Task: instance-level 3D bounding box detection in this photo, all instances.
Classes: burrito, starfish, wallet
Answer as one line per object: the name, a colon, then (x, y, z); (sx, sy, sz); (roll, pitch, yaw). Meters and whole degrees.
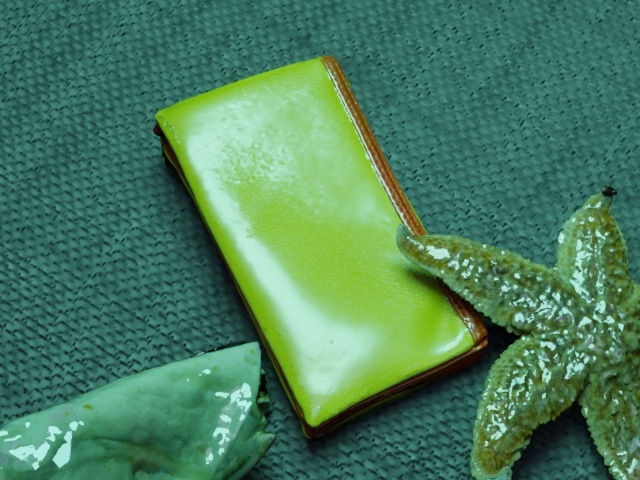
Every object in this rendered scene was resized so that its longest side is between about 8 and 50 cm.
burrito: (-0.149, 0.143, 1.000); (0.309, 0.066, 0.096); (-21, 96, -33)
starfish: (0.185, 0.082, 1.059); (0.295, 0.048, 0.231); (10, 70, -11)
wallet: (0.000, 0.000, 1.110); (0.141, 0.067, 0.241); (-23, 72, -13)
